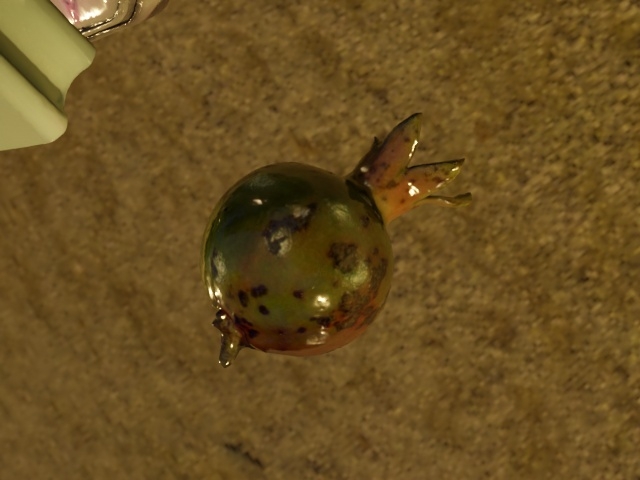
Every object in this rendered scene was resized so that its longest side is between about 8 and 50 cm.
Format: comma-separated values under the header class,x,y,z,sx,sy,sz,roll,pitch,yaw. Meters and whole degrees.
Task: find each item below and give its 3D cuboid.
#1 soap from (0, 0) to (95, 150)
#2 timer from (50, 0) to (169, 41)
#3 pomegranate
class,x,y,z,sx,sy,sz,roll,pitch,yaw
soap,-0.283,-0.160,0.808,0.159,0.088,0.265,-4,146,29
timer,-0.209,-0.262,1.098,0.208,0.069,0.191,-2,116,60
pomegranate,0.013,0.004,0.973,0.156,0.220,0.156,162,90,-80
